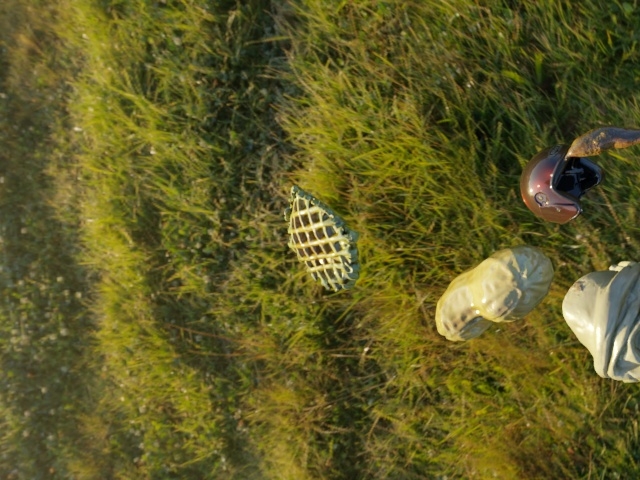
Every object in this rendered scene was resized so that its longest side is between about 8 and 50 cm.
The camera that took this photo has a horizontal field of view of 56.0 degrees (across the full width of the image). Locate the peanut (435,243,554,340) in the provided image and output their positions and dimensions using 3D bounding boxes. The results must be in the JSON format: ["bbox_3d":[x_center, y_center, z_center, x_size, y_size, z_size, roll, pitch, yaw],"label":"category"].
[{"bbox_3d":[0.347,0.112,1.241,0.305,0.147,0.147,-40,69,51],"label":"peanut"}]

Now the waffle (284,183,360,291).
[{"bbox_3d":[0.000,0.000,1.173,0.214,0.054,0.207,43,145,29],"label":"waffle"}]

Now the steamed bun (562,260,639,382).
[{"bbox_3d":[0.869,0.213,1.630,0.310,0.219,0.324,-23,83,-13],"label":"steamed bun"}]

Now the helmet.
[{"bbox_3d":[0.634,-0.151,1.599,0.193,0.189,0.216,18,141,40],"label":"helmet"}]

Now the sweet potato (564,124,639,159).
[{"bbox_3d":[0.684,-0.243,1.409,0.226,0.068,0.068,-13,84,25],"label":"sweet potato"}]
